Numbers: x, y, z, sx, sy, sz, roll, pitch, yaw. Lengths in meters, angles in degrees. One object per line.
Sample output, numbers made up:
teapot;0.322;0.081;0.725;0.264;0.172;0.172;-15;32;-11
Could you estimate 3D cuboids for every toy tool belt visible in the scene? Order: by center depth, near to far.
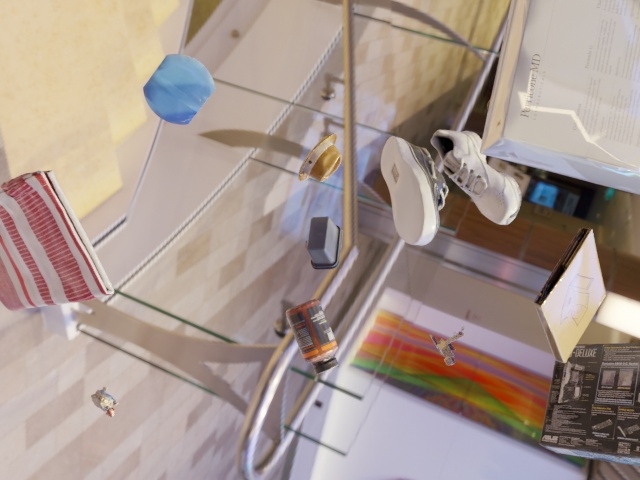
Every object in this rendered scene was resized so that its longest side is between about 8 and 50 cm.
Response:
toy tool belt;-0.568;0.427;1.708;0.051;0.083;0.052;-42;150;-37

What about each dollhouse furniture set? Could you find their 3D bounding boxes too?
dollhouse furniture set;0.323;0.252;1.505;0.081;0.091;0.114;-30;-174;1

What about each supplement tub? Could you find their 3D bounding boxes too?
supplement tub;-0.018;0.271;1.800;0.198;0.106;0.106;68;16;7

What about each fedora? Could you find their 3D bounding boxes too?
fedora;0.011;-0.249;2.043;0.194;0.079;0.194;-47;170;-11

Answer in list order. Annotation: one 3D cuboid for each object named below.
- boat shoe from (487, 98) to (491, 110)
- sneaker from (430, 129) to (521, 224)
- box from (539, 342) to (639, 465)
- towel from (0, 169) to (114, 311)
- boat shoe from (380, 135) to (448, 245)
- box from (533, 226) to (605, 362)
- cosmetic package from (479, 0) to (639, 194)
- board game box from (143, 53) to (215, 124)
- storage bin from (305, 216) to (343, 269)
boat shoe;0.381;-0.225;1.168;0.048;0.153;0.056;-49;162;-38
sneaker;0.346;-0.147;1.469;0.129;0.297;0.111;7;130;-35
box;0.632;0.343;1.362;0.307;0.076;0.243;-17;-132;56
towel;-0.518;0.013;1.126;0.037;0.328;0.237;-42;115;-48
boat shoe;0.188;-0.093;1.191;0.301;0.102;0.108;-100;-156;-55
box;0.433;0.099;1.098;0.164;0.021;0.201;-52;136;-17
cosmetic package;0.391;-0.265;0.834;0.097;0.284;0.378;135;-31;-81
board game box;-0.336;-0.363;1.520;0.169;0.133;0.033;-47;-159;19
storage bin;0.000;0.000;1.780;0.091;0.098;0.135;58;34;-55
